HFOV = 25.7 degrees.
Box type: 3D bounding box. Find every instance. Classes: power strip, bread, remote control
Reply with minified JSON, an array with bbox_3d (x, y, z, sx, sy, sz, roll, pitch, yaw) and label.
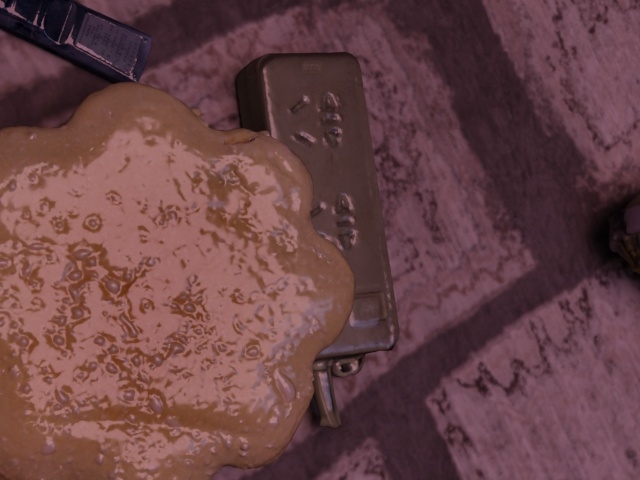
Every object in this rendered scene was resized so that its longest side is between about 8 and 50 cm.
[{"bbox_3d":[0.000,0.000,1.077,0.093,0.053,0.288,-6,84,-30],"label":"power strip"},{"bbox_3d":[-0.125,0.041,0.968,0.316,0.054,0.316,1,87,-19],"label":"bread"},{"bbox_3d":[-0.194,-0.158,1.009,0.152,0.027,0.043,23,66,-26],"label":"remote control"}]

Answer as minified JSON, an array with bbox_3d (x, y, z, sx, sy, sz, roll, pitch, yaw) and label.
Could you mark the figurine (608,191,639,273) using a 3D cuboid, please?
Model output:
[{"bbox_3d":[0.340,-0.020,1.237,0.184,0.128,0.208,16,66,-24],"label":"figurine"}]
